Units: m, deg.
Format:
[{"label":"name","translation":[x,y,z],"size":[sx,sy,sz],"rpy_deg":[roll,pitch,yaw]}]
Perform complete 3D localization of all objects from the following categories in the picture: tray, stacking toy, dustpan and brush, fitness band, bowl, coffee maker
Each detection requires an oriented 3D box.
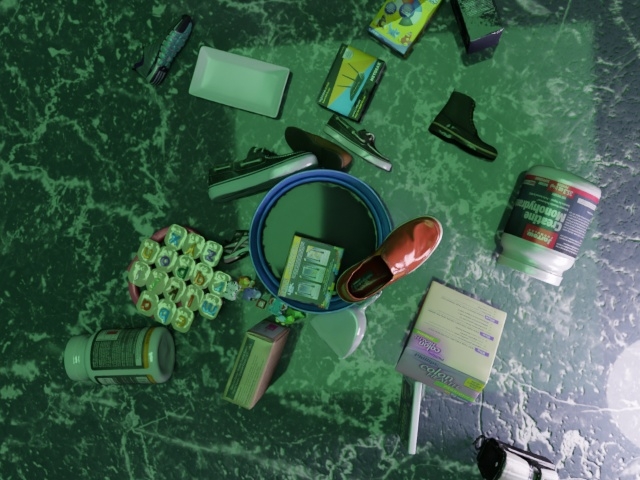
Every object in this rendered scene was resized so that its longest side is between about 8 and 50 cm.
[{"label":"tray","translation":[-0.230,-0.451,1.997],"size":[0.270,0.030,0.145],"rpy_deg":[17,95,8]},{"label":"stacking toy","translation":[-0.152,0.164,1.932],"size":[0.221,0.167,0.052],"rpy_deg":[25,95,8]},{"label":"dustpan and brush","translation":[0.091,0.210,1.958],"size":[0.211,0.060,0.147],"rpy_deg":[-46,75,14]},{"label":"fitness band","translation":[-0.437,0.090,2.033],"size":[0.209,0.054,0.291],"rpy_deg":[38,98,6]},{"label":"bowl","translation":[0.000,0.000,1.913],"size":[0.391,0.077,0.391],"rpy_deg":[0,95,-4]},{"label":"coffee maker","translation":[0.520,0.595,1.859],"size":[0.178,0.171,0.120],"rpy_deg":[23,118,-13]}]

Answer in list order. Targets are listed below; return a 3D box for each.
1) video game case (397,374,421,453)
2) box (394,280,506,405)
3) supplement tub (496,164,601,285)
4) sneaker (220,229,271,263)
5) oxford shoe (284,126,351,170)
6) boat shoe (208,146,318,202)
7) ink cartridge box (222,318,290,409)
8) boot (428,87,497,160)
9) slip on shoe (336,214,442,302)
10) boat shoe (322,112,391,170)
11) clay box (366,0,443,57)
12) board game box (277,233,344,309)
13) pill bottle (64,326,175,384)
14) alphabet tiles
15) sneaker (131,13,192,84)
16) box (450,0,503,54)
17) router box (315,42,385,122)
[{"label":"video game case","translation":[0.236,0.450,1.876],"size":[0.022,0.173,0.191],"rpy_deg":[5,92,-3]},{"label":"box","translation":[0.339,0.262,1.816],"size":[0.213,0.243,0.117],"rpy_deg":[24,137,7]},{"label":"supplement tub","translation":[0.581,-0.040,1.799],"size":[0.191,0.191,0.272],"rpy_deg":[21,94,8]},{"label":"sneaker","translation":[-0.209,-0.001,1.986],"size":[0.178,0.072,0.077],"rpy_deg":[-25,86,8]},{"label":"oxford shoe","translation":[-0.008,-0.258,1.953],"size":[0.212,0.076,0.076],"rpy_deg":[33,127,21]},{"label":"boat shoe","translation":[-0.173,-0.204,1.937],"size":[0.335,0.121,0.119],"rpy_deg":[-15,83,16]},{"label":"ink cartridge box","translation":[-0.170,0.329,1.905],"size":[0.088,0.234,0.193],"rpy_deg":[20,94,7]},{"label":"boot","translation":[0.408,-0.312,1.882],"size":[0.197,0.077,0.137],"rpy_deg":[29,91,6]},{"label":"slip on shoe","translation":[0.187,0.053,1.842],"size":[0.331,0.101,0.123],"rpy_deg":[-36,95,-2]},{"label":"boat shoe","translation":[0.110,-0.272,1.924],"size":[0.219,0.078,0.070],"rpy_deg":[35,97,8]},{"label":"clay box","translation":[0.241,-0.627,1.906],"size":[0.127,0.053,0.222],"rpy_deg":[35,97,6]},{"label":"board game box","translation":[-0.026,0.083,1.856],"size":[0.141,0.048,0.170],"rpy_deg":[16,94,-3]},{"label":"pill bottle","translation":[-0.571,0.331,2.004],"size":[0.278,0.162,0.162],"rpy_deg":[-3,91,9]},{"label":"alphabet tiles","translation":[-0.400,0.108,1.995],"size":[0.284,0.021,0.278],"rpy_deg":[24,96,5]},{"label":"sneaker","translation":[-0.458,-0.562,2.005],"size":[0.098,0.083,0.224],"rpy_deg":[35,97,11]},{"label":"box","translation":[0.406,-0.589,1.829],"size":[0.093,0.156,0.158],"rpy_deg":[-19,89,10]},{"label":"router box","translation":[0.083,-0.434,1.939],"size":[0.133,0.046,0.179],"rpy_deg":[25,95,8]}]
